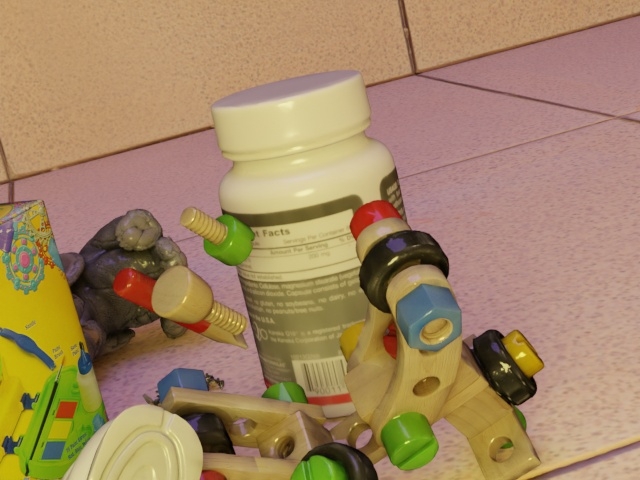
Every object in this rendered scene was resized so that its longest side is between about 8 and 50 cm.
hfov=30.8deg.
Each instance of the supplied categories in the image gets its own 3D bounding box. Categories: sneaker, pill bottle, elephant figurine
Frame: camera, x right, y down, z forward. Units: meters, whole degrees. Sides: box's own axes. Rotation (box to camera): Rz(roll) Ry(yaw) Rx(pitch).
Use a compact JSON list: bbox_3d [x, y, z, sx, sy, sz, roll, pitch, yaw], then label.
[{"bbox_3d":[-0.152,0.212,0.706,0.095,0.090,0.235,-23,32,56],"label":"sneaker"},{"bbox_3d":[0.000,0.000,1.042,0.161,0.283,0.161,-12,15,3],"label":"pill bottle"},{"bbox_3d":[-0.264,0.077,1.274,0.239,0.169,0.186,-35,-8,-17],"label":"elephant figurine"}]

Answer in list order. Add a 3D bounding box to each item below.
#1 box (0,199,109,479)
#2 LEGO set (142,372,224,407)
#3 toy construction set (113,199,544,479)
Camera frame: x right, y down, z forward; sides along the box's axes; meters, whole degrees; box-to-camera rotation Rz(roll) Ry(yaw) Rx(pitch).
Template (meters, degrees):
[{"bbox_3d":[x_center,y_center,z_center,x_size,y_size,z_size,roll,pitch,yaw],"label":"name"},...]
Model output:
[{"bbox_3d":[-0.286,0.153,0.743,0.177,0.279,0.290,-6,16,24],"label":"box"},{"bbox_3d":[-0.133,0.151,1.125,0.083,0.023,0.054,-4,14,-19],"label":"LEGO set"},{"bbox_3d":[0.015,0.108,0.855,0.237,0.257,0.309,32,-2,-44],"label":"toy construction set"}]
